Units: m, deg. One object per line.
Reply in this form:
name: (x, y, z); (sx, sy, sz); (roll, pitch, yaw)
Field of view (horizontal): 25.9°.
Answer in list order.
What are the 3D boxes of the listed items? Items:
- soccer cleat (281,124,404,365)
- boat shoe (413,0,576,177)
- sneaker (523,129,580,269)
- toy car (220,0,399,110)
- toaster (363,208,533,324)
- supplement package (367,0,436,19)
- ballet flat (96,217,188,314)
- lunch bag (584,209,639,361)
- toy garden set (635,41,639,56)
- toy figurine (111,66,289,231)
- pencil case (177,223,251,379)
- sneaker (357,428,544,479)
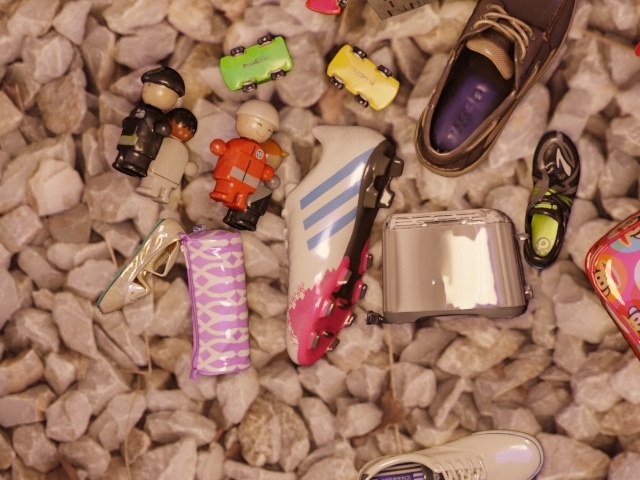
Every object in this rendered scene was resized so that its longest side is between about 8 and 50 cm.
soccer cleat: (0.000, 0.000, 1.883); (0.143, 0.116, 0.331); (22, 95, 24)
boat shoe: (0.239, -0.243, 1.825); (0.132, 0.130, 0.355); (26, 95, 4)
sneaker: (0.309, -0.053, 1.852); (0.067, 0.078, 0.188); (9, 93, 5)
toy car: (-0.027, -0.263, 1.891); (0.225, 0.053, 0.239); (-20, 89, 7)
toaster: (0.166, 0.034, 1.846); (0.227, 0.129, 0.146); (-4, 88, 15)
supplement package: (0.102, -0.411, 1.766); (0.145, 0.262, 0.204); (-18, 91, 7)
ballet flat: (-0.244, 0.045, 1.921); (0.052, 0.057, 0.168); (38, 96, 16)
lunch bag: (0.515, 0.071, 1.815); (0.258, 0.120, 0.293); (-33, 88, 6)
toy garden set: (0.520, -0.297, 1.825); (0.204, 0.049, 0.244); (36, 98, -11)
toy figurine: (-0.152, -0.120, 1.834); (0.213, 0.209, 0.148); (17, 79, 10)
pencil case: (-0.143, 0.082, 1.894); (0.088, 0.086, 0.206); (-9, 95, -31)
sneaker: (0.175, 0.318, 1.873); (0.258, 0.091, 0.094); (-14, 91, 6)
